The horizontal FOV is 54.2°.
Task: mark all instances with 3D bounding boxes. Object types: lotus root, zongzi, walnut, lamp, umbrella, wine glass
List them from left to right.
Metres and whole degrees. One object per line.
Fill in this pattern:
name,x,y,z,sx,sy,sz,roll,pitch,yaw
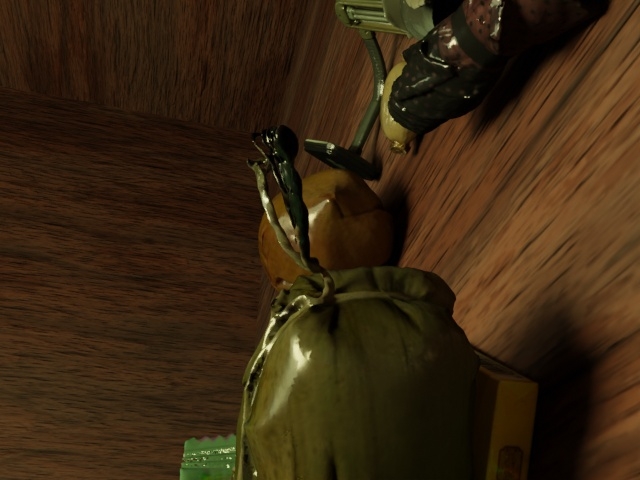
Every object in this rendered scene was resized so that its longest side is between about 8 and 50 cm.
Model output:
walnut,0.000,0.000,0.910,0.298,0.202,0.203,91,-176,-71
zongzi,0.027,0.200,0.383,0.418,0.181,0.447,-97,9,-49
lamp,0.086,-0.237,1.006,0.203,0.124,0.284,27,106,58
lotus root,0.115,-0.194,0.853,0.073,0.062,0.151,-172,89,-79
wine glass,0.135,-0.270,0.710,0.222,0.103,0.103,-103,24,-65
umbrella,0.154,-0.188,0.521,0.326,0.094,0.090,141,122,-60

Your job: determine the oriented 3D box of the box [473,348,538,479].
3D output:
box,0.114,0.170,0.593,0.269,0.043,0.153,-160,77,-80

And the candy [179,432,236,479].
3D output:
candy,-0.133,0.494,1.067,0.398,0.262,0.172,-93,4,-48

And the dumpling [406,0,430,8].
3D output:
dumpling,0.101,-0.300,0.536,0.247,0.142,0.173,124,145,-66
